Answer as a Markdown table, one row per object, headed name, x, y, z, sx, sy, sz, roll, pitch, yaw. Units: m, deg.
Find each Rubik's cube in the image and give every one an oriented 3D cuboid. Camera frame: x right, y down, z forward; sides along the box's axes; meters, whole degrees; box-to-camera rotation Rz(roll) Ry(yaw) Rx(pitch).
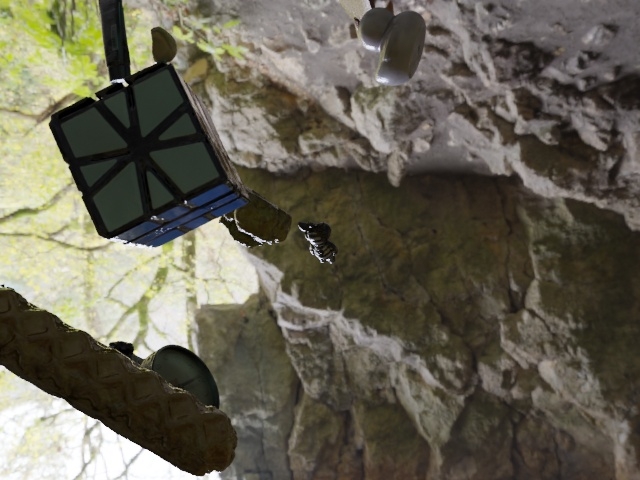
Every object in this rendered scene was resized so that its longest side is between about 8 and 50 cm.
| name | x | y | z | sx | sy | sz | roll | pitch | yaw |
| --- | --- | --- | --- | --- | --- | --- | --- | --- | --- |
| Rubik's cube | -0.354 | -0.167 | 1.167 | 0.288 | 0.293 | 0.283 | -24 | 172 | 1 |

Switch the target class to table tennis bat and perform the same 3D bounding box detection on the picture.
| name | x | y | z | sx | sy | sz | roll | pitch | yaw |
| --- | --- | --- | --- | --- | --- | --- | --- | --- | --- |
| table tennis bat | 0.129 | -0.852 | 1.946 | 0.038 | 0.200 | 0.310 | -43 | 151 | -7 |

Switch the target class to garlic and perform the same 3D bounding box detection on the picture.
| name | x | y | z | sx | sy | sz | roll | pitch | yaw |
| --- | --- | --- | --- | --- | --- | --- | --- | --- | --- |
| garlic | -0.319 | -0.394 | 1.085 | 0.053 | 0.041 | 0.083 | 14 | 141 | 3 |

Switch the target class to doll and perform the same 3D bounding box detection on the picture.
| name | x | y | z | sx | sy | sz | roll | pitch | yaw |
| --- | --- | --- | --- | --- | --- | --- | --- | --- | --- |
| doll | 0.000 | 0.000 | 1.681 | 0.091 | 0.067 | 0.219 | 2 | 146 | 19 |
| doll | 0.210 | -0.615 | 1.660 | 0.221 | 0.251 | 0.221 | 11 | -171 | -2 |

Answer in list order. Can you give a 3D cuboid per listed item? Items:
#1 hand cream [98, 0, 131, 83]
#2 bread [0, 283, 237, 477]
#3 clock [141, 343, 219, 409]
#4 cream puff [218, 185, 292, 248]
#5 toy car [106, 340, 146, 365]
| name | x | y | z | sx | sy | sz | roll | pitch | yaw |
| --- | --- | --- | --- | --- | --- | --- | --- | --- | --- |
| hand cream | -0.639 | -0.628 | 1.651 | 0.120 | 0.270 | 0.061 | 0 | -170 | 38 |
| bread | -0.250 | 0.142 | 0.568 | 0.367 | 0.084 | 0.077 | 31 | -164 | -6 |
| clock | -0.331 | 0.355 | 1.274 | 0.049 | 0.226 | 0.226 | -35 | 168 | 18 |
| cream puff | -0.237 | -0.072 | 1.857 | 0.282 | 0.185 | 0.282 | 31 | 180 | 0 |
| toy car | -0.589 | 0.419 | 1.546 | 0.166 | 0.198 | 0.314 | -11 | 149 | 10 |
